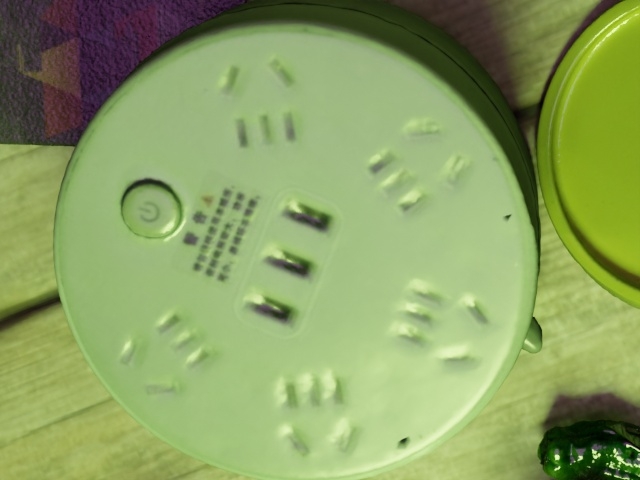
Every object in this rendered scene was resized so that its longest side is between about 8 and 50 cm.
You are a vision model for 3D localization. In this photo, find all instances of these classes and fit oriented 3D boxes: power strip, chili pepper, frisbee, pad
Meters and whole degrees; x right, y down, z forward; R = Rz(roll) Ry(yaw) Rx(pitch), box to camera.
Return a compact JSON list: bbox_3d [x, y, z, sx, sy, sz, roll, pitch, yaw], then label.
[{"bbox_3d":[0.000,0.000,1.163,0.358,0.161,0.357,2,106,8],"label":"power strip"},{"bbox_3d":[0.250,0.191,1.238,0.182,0.050,0.073,38,101,-5],"label":"chili pepper"},{"bbox_3d":[0.257,-0.063,1.131,0.236,0.017,0.236,1,91,35],"label":"frisbee"},{"bbox_3d":[-0.158,-0.138,1.237,0.211,0.003,0.142,1,105,9],"label":"pad"}]
